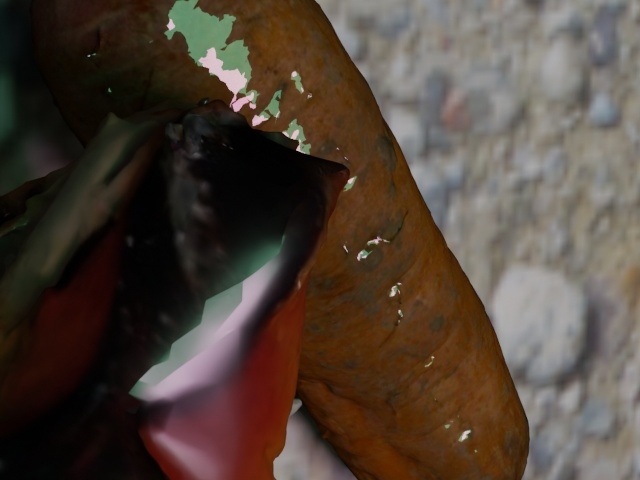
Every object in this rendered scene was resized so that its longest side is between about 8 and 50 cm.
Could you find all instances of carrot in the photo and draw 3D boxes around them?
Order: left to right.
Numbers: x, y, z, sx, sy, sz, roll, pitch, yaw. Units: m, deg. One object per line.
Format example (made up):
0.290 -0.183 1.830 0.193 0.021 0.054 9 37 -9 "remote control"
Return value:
0.000 0.000 0.432 0.060 0.060 0.186 -50 125 -22 "carrot"

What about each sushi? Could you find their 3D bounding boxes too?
-0.071 0.074 0.355 0.226 0.097 0.103 -62 159 -17 "sushi"
